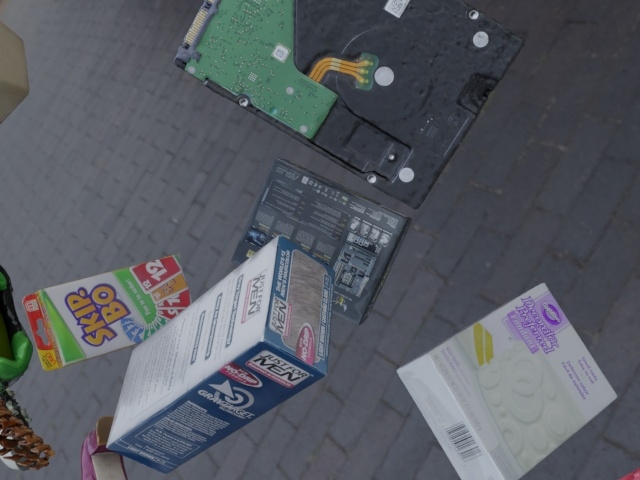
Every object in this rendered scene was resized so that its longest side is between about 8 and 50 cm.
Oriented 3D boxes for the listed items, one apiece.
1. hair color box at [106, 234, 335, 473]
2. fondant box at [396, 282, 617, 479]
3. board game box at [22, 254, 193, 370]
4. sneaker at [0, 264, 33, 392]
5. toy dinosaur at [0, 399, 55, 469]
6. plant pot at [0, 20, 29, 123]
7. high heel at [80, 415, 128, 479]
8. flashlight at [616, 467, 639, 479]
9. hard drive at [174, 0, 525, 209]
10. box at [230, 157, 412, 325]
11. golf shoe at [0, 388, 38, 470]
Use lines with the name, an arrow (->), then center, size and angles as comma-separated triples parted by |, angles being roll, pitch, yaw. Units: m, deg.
hair color box -> -0.133, 0.160, 1.191 | 0.347, 0.105, 0.173 | -37, 32, 36
fondant box -> 0.318, 0.241, 1.509 | 0.330, 0.238, 0.096 | -24, -12, -40
board game box -> -0.328, 0.112, 1.428 | 0.039, 0.260, 0.124 | -28, 80, 58
sneaker -> -0.431, 0.019, 1.040 | 0.146, 0.343, 0.134 | -21, 10, 35
toy dinosaur -> -0.392, 0.135, 0.774 | 0.322, 0.164, 0.218 | -7, 17, 17
plant pot -> -0.357, -0.171, 0.909 | 0.109, 0.096, 0.109 | -34, 59, 34
high heel -> -0.330, 0.395, 1.359 | 0.117, 0.082, 0.244 | 119, 143, -46
flashlight -> 0.245, 0.239, 0.807 | 0.304, 0.103, 0.103 | -28, 22, -6
hard drive -> 0.030, -0.220, 1.051 | 0.236, 0.339, 0.064 | -59, 5, 15
box -> 0.000, 0.000, 1.401 | 0.183, 0.233, 0.059 | -67, -13, 8
golf shoe -> -0.488, 0.220, 1.229 | 0.120, 0.273, 0.105 | -38, -15, -15
